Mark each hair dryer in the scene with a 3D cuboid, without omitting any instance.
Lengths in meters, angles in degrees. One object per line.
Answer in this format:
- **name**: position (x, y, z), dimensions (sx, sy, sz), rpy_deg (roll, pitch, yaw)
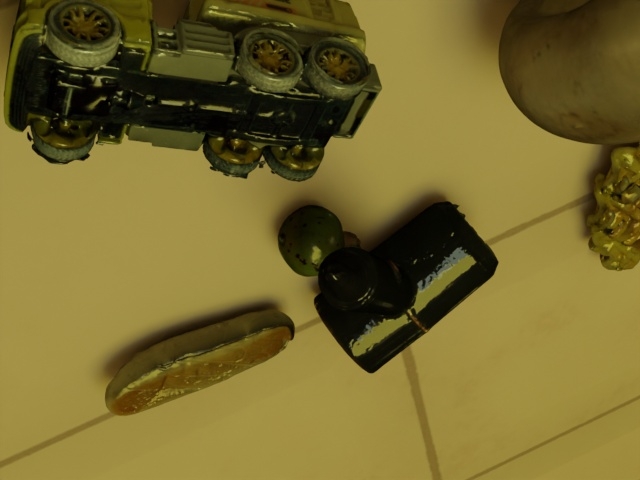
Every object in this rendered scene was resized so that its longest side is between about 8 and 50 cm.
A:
- **hair dryer**: position (0.068, 0.034, 0.925), dimensions (0.189, 0.107, 0.352), rpy_deg (-40, 168, 6)

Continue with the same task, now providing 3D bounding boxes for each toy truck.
- **toy truck**: position (-0.095, -0.147, 0.738), dimensions (0.272, 0.157, 0.124), rpy_deg (4, 143, -22)

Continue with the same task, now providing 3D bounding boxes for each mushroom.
- **mushroom**: position (0.264, -0.238, 0.800), dimensions (0.292, 0.292, 0.290), rpy_deg (-32, 108, 2)

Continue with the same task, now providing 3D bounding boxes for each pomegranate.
- **pomegranate**: position (-0.002, -0.004, 0.980), dimensions (0.084, 0.073, 0.073), rpy_deg (-33, 142, -30)

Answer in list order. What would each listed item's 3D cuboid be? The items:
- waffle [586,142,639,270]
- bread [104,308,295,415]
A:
- **waffle**: position (0.432, -0.072, 1.156), dimensions (0.262, 0.060, 0.281), rpy_deg (-18, 137, -18)
- **bread**: position (-0.130, 0.121, 1.033), dimensions (0.214, 0.053, 0.073), rpy_deg (-21, 139, -14)
